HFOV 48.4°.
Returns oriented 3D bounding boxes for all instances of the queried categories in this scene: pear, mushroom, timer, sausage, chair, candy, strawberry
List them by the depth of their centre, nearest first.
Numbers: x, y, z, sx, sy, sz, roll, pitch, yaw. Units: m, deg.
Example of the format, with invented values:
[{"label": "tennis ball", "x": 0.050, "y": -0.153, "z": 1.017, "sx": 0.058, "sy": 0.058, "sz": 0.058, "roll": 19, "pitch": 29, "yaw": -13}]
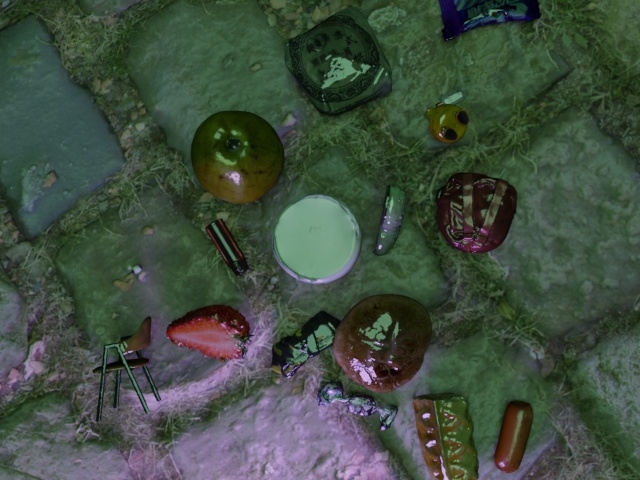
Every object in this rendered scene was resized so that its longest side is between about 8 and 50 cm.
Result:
[{"label": "pear", "x": -0.221, "y": -0.224, "z": 1.870, "sx": 0.252, "sy": 0.307, "sz": 0.253, "roll": 0, "pitch": 81, "yaw": -2}, {"label": "mushroom", "x": 0.172, "y": 0.275, "z": 1.912, "sx": 0.278, "sy": 0.146, "sz": 0.278, "roll": -1, "pitch": 99, "yaw": -6}, {"label": "sausage", "x": 0.521, "y": 0.531, "z": 1.923, "sx": 0.076, "sy": 0.076, "sz": 0.198, "roll": 15, "pitch": 89, "yaw": 4}, {"label": "chair", "x": -0.528, "y": 0.344, "z": 1.948, "sx": 0.172, "sy": 0.159, "sz": 0.247, "roll": -11, "pitch": 90, "yaw": 0}, {"label": "timer", "x": 0.346, "y": -0.323, "z": 1.954, "sx": 0.107, "sy": 0.109, "sz": 0.107, "roll": -6, "pitch": 110, "yaw": -18}, {"label": "candy", "x": 0.458, "y": -0.643, "z": 1.957, "sx": 0.275, "sy": 0.070, "sz": 0.145, "roll": -12, "pitch": 80, "yaw": 5}, {"label": "candy", "x": 0.101, "y": 0.453, "z": 1.965, "sx": 0.226, "sy": 0.051, "sz": 0.094, "roll": 17, "pitch": 100, "yaw": 5}, {"label": "strawberry", "x": -0.293, "y": 0.235, "z": 1.971, "sx": 0.236, "sy": 0.107, "sz": 0.175, "roll": 23, "pitch": 127, "yaw": 4}]

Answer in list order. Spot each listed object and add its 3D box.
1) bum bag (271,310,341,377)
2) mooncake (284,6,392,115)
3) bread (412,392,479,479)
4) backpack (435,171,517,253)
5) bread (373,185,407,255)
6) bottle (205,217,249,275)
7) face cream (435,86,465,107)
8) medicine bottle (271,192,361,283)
[{"label": "bum bag", "x": -0.041, "y": 0.287, "z": 1.969, "sx": 0.232, "sy": 0.060, "sz": 0.107, "roll": -33, "pitch": 78, "yaw": 0}, {"label": "mooncake", "x": 0.051, "y": -0.479, "z": 1.942, "sx": 0.254, "sy": 0.136, "sz": 0.250, "roll": -29, "pitch": 84, "yaw": 2}, {"label": "bread", "x": 0.340, "y": 0.541, "z": 1.910, "sx": 0.152, "sy": 0.130, "sz": 0.268, "roll": -12, "pitch": 88, "yaw": 39}, {"label": "backpack", "x": 0.417, "y": -0.070, "z": 1.908, "sx": 0.229, "sy": 0.139, "sz": 0.229, "roll": 0, "pitch": 84, "yaw": 2}, {"label": "bread", "x": 0.193, "y": -0.067, "z": 1.931, "sx": 0.064, "sy": 0.172, "sz": 0.232, "roll": 13, "pitch": 133, "yaw": 3}, {"label": "bottle", "x": -0.257, "y": 0.021, "z": 1.987, "sx": 0.060, "sy": 0.060, "sz": 0.164, "roll": -32, "pitch": 88, "yaw": 2}, {"label": "face cream", "x": 0.359, "y": -0.392, "z": 1.978, "sx": 0.083, "sy": 0.021, "sz": 0.040, "roll": -27, "pitch": 87, "yaw": 2}, {"label": "medicine bottle", "x": 0.000, "y": 0.000, "z": 1.812, "sx": 0.213, "sy": 0.378, "sz": 0.214, "roll": 0, "pitch": 89, "yaw": 3}]
